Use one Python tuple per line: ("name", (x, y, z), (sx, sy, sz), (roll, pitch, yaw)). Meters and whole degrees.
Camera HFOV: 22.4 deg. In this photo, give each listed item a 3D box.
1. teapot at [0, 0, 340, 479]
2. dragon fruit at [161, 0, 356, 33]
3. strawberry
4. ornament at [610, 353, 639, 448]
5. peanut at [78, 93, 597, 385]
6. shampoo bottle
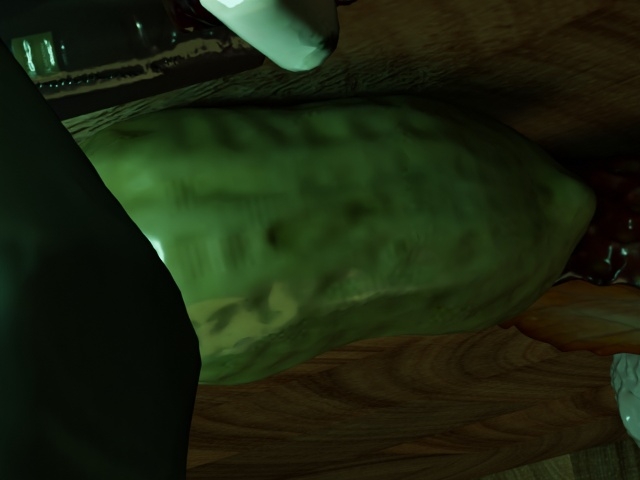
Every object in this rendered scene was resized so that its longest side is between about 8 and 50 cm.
("teapot", (-0.180, -0.046, 0.421), (0.376, 0.361, 0.305), (-28, 156, 18))
("dragon fruit", (0.056, -0.190, 0.488), (0.205, 0.152, 0.317), (-45, -158, -27))
("strawberry", (0.250, -0.002, 1.288), (0.336, 0.149, 0.265), (8, 165, -22))
("ornament", (0.429, 0.134, 1.663), (0.259, 0.259, 0.225), (-7, 158, -12))
("peanut", (0.000, 0.000, 1.036), (0.387, 0.169, 0.192), (-5, 152, -21))
("shampoo bottle", (-0.148, -0.095, 0.810), (0.236, 0.068, 0.067), (-13, 164, 0))
